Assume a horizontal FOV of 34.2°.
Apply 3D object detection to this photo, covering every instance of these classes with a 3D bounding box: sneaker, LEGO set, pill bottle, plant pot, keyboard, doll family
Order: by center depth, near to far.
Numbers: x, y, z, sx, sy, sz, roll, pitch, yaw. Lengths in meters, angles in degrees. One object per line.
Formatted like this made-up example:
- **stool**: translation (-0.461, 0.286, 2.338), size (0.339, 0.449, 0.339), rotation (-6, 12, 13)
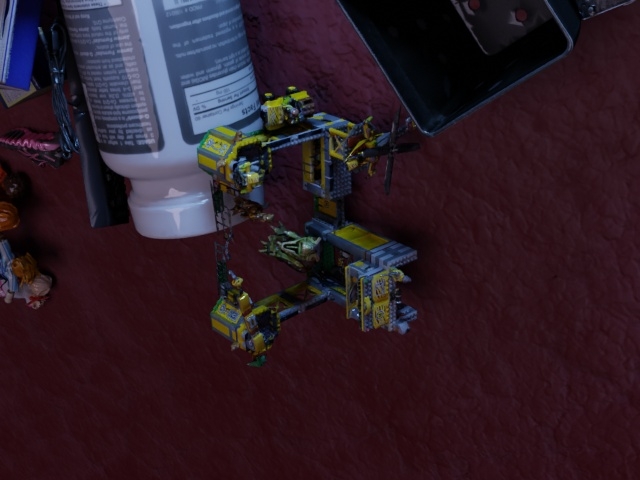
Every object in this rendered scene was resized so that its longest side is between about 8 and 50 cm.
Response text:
- **plant pot**: translation (0.160, -0.247, 1.072), size (0.188, 0.167, 0.187), rotation (-30, 95, 36)
- **LEGO set**: translation (0.000, 0.000, 1.230), size (0.192, 0.255, 0.331), rotation (25, 119, 45)
- **pill bottle**: translation (-0.186, -0.199, 1.274), size (0.210, 0.210, 0.363), rotation (2, 114, 30)
- **keyboard**: translation (-0.296, -0.174, 1.326), size (0.033, 0.201, 0.317), rotation (-8, 93, 10)
- **sneaker**: translation (-0.432, -0.135, 1.560), size (0.119, 0.047, 0.057), rotation (13, 130, 27)
- **doll family**: translation (-0.510, 0.008, 1.625), size (0.163, 0.118, 0.263), rotation (3, 114, 29)

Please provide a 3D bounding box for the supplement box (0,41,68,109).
- **supplement box**: translation (-0.406, -0.234, 1.467), size (0.083, 0.083, 0.056), rotation (-20, 101, 36)

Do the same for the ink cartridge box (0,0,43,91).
- **ink cartridge box**: translation (-0.414, -0.283, 1.322), size (0.371, 0.069, 0.175), rotation (16, 97, 59)

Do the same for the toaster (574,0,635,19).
- **toaster**: translation (0.299, -0.325, 0.985), size (0.168, 0.110, 0.185), rotation (-18, 103, 35)
